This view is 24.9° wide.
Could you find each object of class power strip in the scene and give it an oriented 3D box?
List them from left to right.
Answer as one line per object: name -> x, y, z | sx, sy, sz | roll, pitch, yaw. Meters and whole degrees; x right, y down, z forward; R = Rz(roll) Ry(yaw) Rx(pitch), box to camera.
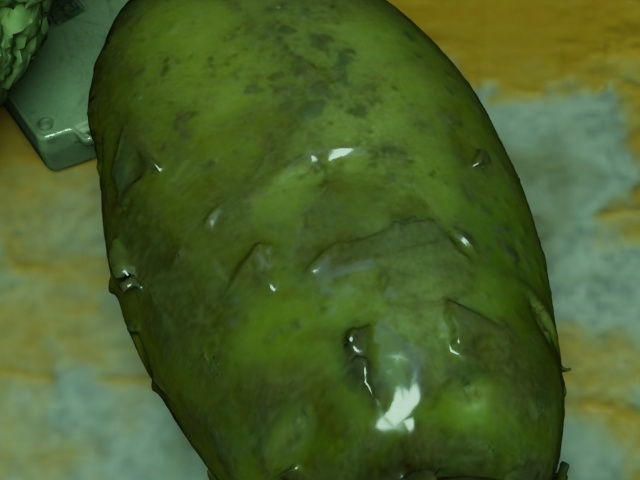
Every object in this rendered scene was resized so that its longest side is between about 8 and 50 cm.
power strip -> -0.124, -0.111, 0.618 | 0.080, 0.029, 0.227 | -30, 64, -16

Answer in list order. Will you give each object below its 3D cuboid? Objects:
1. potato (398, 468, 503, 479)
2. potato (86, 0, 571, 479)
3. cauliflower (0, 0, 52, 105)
potato -> 0.063, 0.165, 0.391 | 0.296, 0.141, 0.192 | 23, 99, 2
potato -> 0.000, 0.000, 0.509 | 0.149, 0.113, 0.251 | -22, 59, -11
cauliflower -> -0.225, -0.118, 0.489 | 0.272, 0.250, 0.275 | 3, 79, 24
